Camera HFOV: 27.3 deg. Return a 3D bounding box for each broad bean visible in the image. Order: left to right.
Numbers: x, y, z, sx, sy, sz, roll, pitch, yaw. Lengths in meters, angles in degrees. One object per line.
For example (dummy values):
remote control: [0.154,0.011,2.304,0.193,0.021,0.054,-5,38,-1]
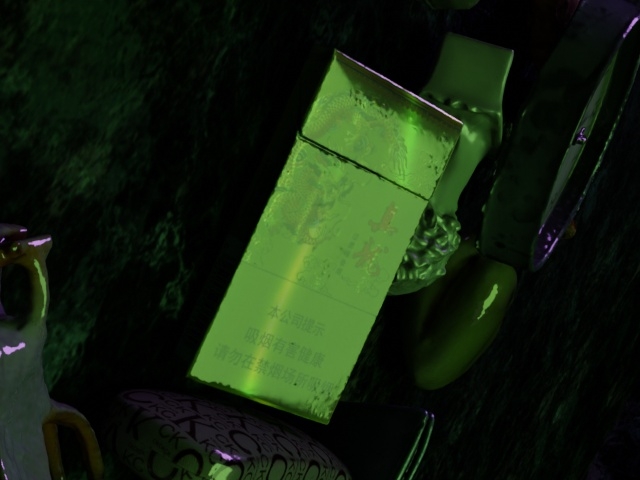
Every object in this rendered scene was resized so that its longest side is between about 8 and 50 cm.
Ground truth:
broad bean: [0.171,0.099,1.626,0.189,0.121,0.263,-52,155,-19]

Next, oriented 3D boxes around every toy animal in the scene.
toy animal: [-0.197,0.123,0.898,0.284,0.225,0.302,-50,147,-73]

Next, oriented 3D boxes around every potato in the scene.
potato: [0.288,-0.252,1.572,0.107,0.080,0.170,-56,150,0]

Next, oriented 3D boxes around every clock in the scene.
clock: [0.271,-0.118,1.462,0.325,0.067,0.325,-56,162,-29]

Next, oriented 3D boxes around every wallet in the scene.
wallet: [0.000,0.299,1.372,0.290,0.054,0.251,-58,-160,-16]

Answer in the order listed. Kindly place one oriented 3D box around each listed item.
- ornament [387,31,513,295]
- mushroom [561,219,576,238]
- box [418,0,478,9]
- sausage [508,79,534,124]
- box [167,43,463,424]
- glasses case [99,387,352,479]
ornament: [0.114,-0.074,1.329,0.285,0.130,0.120,-58,175,-11]
mushroom: [0.320,-0.054,1.831,0.135,0.080,0.170,-41,150,-19]
box: [0.100,-0.307,1.076,0.210,0.129,0.148,-62,155,-7]
sausage: [0.305,-0.180,1.689,0.264,0.083,0.083,-25,135,-54]
box: [0.000,0.000,1.185,0.173,0.043,0.311,25,90,-38]
glasses case: [-0.075,0.197,1.192,0.085,0.137,0.355,-63,157,-1]
